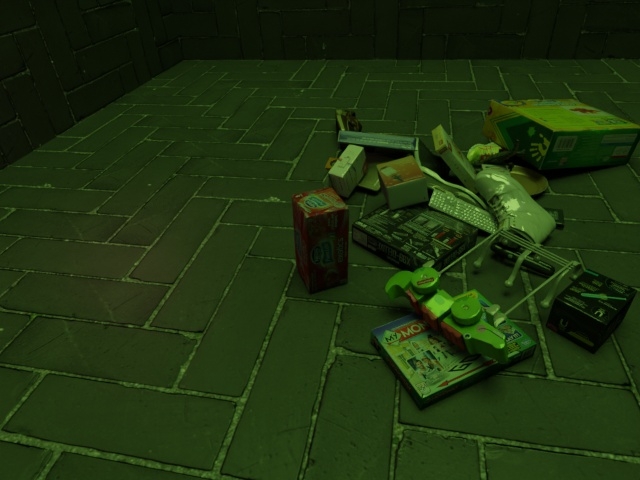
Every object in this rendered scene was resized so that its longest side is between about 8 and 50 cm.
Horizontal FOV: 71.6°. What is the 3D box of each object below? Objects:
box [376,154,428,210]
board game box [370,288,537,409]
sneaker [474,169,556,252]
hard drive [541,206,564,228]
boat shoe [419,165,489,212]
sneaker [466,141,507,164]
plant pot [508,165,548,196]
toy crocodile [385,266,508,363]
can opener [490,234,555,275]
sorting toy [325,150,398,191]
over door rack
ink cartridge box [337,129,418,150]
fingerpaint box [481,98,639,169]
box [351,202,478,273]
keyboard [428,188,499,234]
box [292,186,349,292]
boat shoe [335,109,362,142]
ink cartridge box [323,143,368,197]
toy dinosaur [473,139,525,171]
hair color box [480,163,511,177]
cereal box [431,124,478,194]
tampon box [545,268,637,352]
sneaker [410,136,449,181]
[{"bbox_3d":[0.268,-0.192,1.463,0.129,0.091,0.171,-15,34,4],"label":"box"},{"bbox_3d":[0.307,0.242,1.049,0.316,0.046,0.213,-18,39,-18],"label":"board game box"},{"bbox_3d":[0.573,-0.091,1.370,0.292,0.108,0.169,43,55,14],"label":"sneaker"},{"bbox_3d":[0.732,-0.081,1.474,0.135,0.022,0.094,10,38,18],"label":"hard drive"},{"bbox_3d":[0.429,-0.148,1.530,0.305,0.109,0.091,37,76,31],"label":"boat shoe"},{"bbox_3d":[0.676,-0.344,1.793,0.208,0.082,0.094,-21,42,-23],"label":"sneaker"},{"bbox_3d":[0.715,-0.215,1.652,0.235,0.033,0.236,-2,36,1],"label":"plant pot"},{"bbox_3d":[0.284,0.166,1.023,0.105,0.115,0.340,-37,42,-12],"label":"toy crocodile"},{"bbox_3d":[0.581,0.050,1.281,0.186,0.073,0.059,36,43,29],"label":"can opener"},{"bbox_3d":[0.184,-0.268,1.737,0.347,0.047,0.196,21,58,28],"label":"sorting toy"},{"bbox_3d":[0.458,0.095,1.143,0.323,0.108,0.239,-22,34,-22],"label":"over door rack"},{"bbox_3d":[0.222,-0.392,1.774,0.303,0.072,0.307,7,5,2],"label":"ink cartridge box"},{"bbox_3d":[0.957,-0.438,1.791,0.443,0.163,0.371,-6,36,-18],"label":"fingerpaint box"},{"bbox_3d":[0.287,-0.017,1.379,0.242,0.077,0.307,-31,44,-33],"label":"box"},{"bbox_3d":[0.473,-0.087,1.422,0.255,0.014,0.072,25,69,4],"label":"keyboard"},{"bbox_3d":[0.000,0.000,1.228,0.122,0.257,0.128,-13,37,-16],"label":"box"},{"bbox_3d":[0.135,-0.536,2.076,0.123,0.124,0.342,-4,30,2],"label":"boat shoe"},{"bbox_3d":[0.094,-0.241,1.630,0.067,0.115,0.198,21,64,29],"label":"ink cartridge box"},{"bbox_3d":[0.678,-0.303,1.633,0.118,0.064,0.268,5,-10,-15],"label":"toy dinosaur"},{"bbox_3d":[0.627,-0.211,1.582,0.092,0.054,0.167,4,38,11],"label":"hair color box"},{"bbox_3d":[0.501,-0.297,1.632,0.047,0.240,0.173,-34,27,28],"label":"cereal box"},{"bbox_3d":[0.653,0.166,1.074,0.160,0.102,0.120,-28,42,-28],"label":"tampon box"},{"bbox_3d":[0.438,-0.317,1.767,0.146,0.105,0.296,4,39,2],"label":"sneaker"}]
